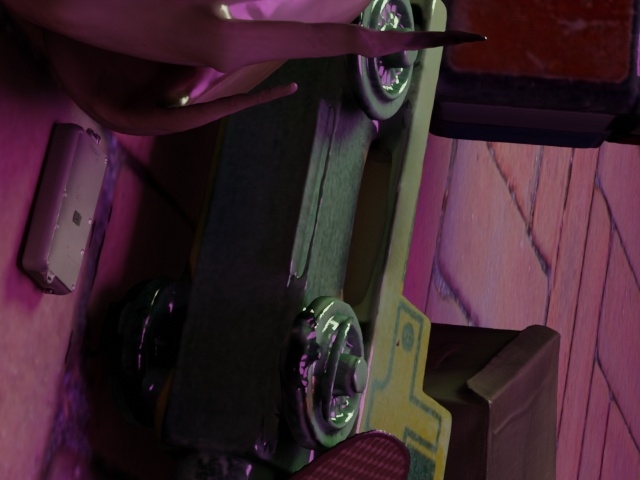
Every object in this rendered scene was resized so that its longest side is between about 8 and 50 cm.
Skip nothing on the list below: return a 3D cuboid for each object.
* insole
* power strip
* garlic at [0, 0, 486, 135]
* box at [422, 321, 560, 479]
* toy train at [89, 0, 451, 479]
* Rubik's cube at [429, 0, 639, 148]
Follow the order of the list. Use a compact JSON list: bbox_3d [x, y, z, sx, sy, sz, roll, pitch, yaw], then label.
[{"bbox_3d":[-0.039,0.197,1.032,0.086,0.253,0.005,29,20,-38],"label":"insole"},{"bbox_3d":[-0.131,-0.016,0.966,0.040,0.016,0.090,56,42,-60],"label":"power strip"},{"bbox_3d":[-0.044,-0.127,0.878,0.340,0.245,0.231,-80,177,-50],"label":"garlic"},{"bbox_3d":[0.085,0.154,1.434,0.231,0.149,0.155,-30,122,-68],"label":"box"},{"bbox_3d":[0.000,0.000,1.113,0.237,0.150,0.369,40,56,-56],"label":"toy train"},{"bbox_3d":[0.237,-0.234,1.442,0.316,0.313,0.318,0,94,-87],"label":"Rubik's cube"}]
